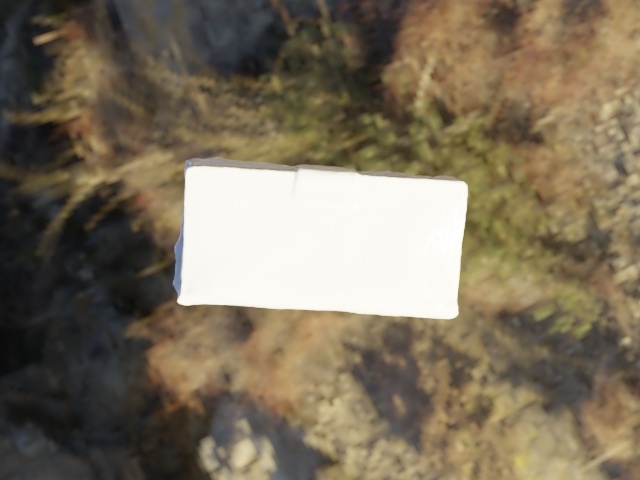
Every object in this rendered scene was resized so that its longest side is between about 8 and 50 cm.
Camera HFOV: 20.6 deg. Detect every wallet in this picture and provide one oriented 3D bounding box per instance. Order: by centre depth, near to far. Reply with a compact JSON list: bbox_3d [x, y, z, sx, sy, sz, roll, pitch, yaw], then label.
[{"bbox_3d":[0.000,0.000,0.508,0.011,0.083,0.044,-100,15,-76],"label":"wallet"}]
